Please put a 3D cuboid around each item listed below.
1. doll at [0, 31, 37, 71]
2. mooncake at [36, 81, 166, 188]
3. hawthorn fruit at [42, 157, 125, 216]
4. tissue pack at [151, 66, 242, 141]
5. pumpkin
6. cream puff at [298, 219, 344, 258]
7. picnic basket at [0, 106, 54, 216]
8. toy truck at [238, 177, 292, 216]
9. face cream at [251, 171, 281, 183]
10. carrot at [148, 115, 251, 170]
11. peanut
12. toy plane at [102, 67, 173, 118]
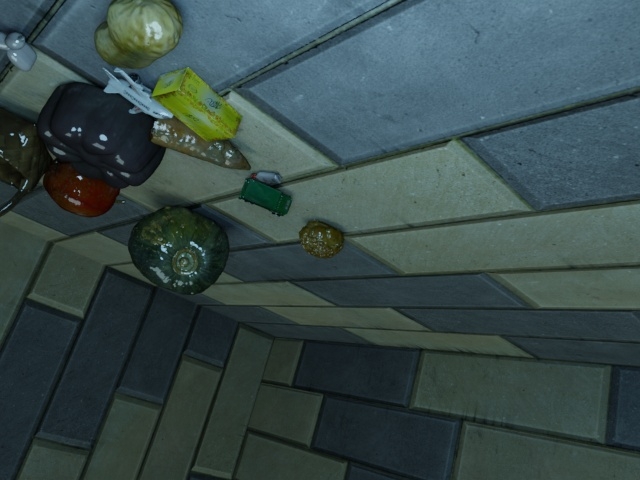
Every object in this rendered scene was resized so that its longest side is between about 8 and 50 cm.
[{"bbox_3d":[-0.691,-0.434,1.157,0.161,0.059,0.160,20,160,-7],"label":"doll"},{"bbox_3d":[-0.551,-0.255,1.402,0.306,0.154,0.306,16,159,7],"label":"mooncake"},{"bbox_3d":[-0.714,-0.162,1.711,0.205,0.205,0.253,0,152,39],"label":"hawthorn fruit"},{"bbox_3d":[-0.267,-0.290,1.207,0.095,0.062,0.176,1,156,36],"label":"tissue pack"},{"bbox_3d":[-0.490,0.025,1.919,0.328,0.291,0.257,37,174,-23],"label":"pumpkin"},{"bbox_3d":[0.000,0.002,1.727,0.144,0.103,0.126,26,160,-10],"label":"cream puff"},{"bbox_3d":[-0.968,-0.208,1.579,0.293,0.337,0.337,27,159,-4],"label":"picnic basket"},{"bbox_3d":[-0.152,-0.120,1.563,0.147,0.065,0.079,23,173,-23],"label":"toy truck"},{"bbox_3d":[-0.148,-0.171,1.494,0.083,0.021,0.040,8,159,21],"label":"face cream"},{"bbox_3d":[-0.284,-0.230,1.341,0.263,0.101,0.102,23,159,-23],"label":"carrot"},{"bbox_3d":[-0.333,-0.370,0.987,0.120,0.110,0.237,5,180,-44],"label":"peanut"},{"bbox_3d":[-0.397,-0.318,1.221,0.171,0.065,0.162,22,160,0],"label":"toy plane"}]
